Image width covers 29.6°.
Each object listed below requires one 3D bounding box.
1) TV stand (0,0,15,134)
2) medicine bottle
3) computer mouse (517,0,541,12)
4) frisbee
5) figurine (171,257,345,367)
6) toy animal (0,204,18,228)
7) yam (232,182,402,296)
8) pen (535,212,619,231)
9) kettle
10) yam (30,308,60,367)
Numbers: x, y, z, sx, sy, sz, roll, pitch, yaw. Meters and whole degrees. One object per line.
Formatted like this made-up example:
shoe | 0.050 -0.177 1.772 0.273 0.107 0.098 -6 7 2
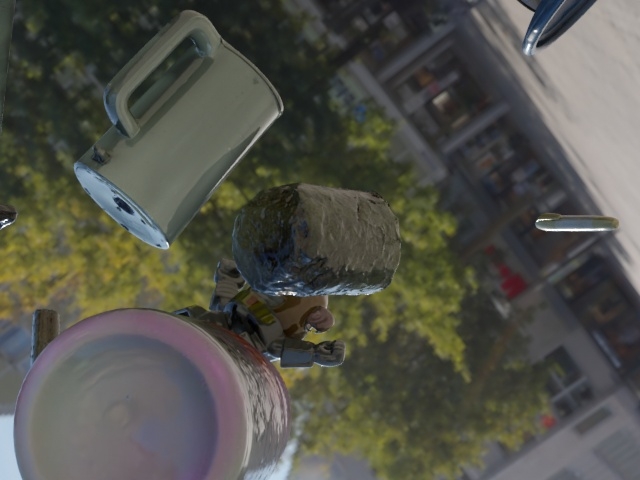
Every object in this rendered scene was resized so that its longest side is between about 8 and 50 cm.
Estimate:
TV stand | -0.551 -0.277 1.914 0.088 0.270 0.082 -16 -138 -42
medicine bottle | -0.148 0.187 1.239 0.219 0.219 0.388 55 -178 10
computer mouse | 0.322 -0.441 1.952 0.102 0.045 0.199 -36 -92 -41
frisbee | 0.384 -0.389 1.754 0.049 0.289 0.289 44 -172 9
figurine | -0.108 0.146 2.295 0.342 0.284 0.167 51 145 20
toy animal | -0.647 -0.052 2.332 0.135 0.065 0.047 10 -109 -46
yam | 0.000 0.000 2.099 0.300 0.195 0.195 1 -131 -51
pen | 0.487 -0.036 2.323 0.040 0.032 0.233 44 162 -20
kettle | -0.248 -0.185 2.002 0.265 0.318 0.205 47 163 -18
yam | -0.483 0.183 2.131 0.054 0.054 0.132 44 -153 -45
